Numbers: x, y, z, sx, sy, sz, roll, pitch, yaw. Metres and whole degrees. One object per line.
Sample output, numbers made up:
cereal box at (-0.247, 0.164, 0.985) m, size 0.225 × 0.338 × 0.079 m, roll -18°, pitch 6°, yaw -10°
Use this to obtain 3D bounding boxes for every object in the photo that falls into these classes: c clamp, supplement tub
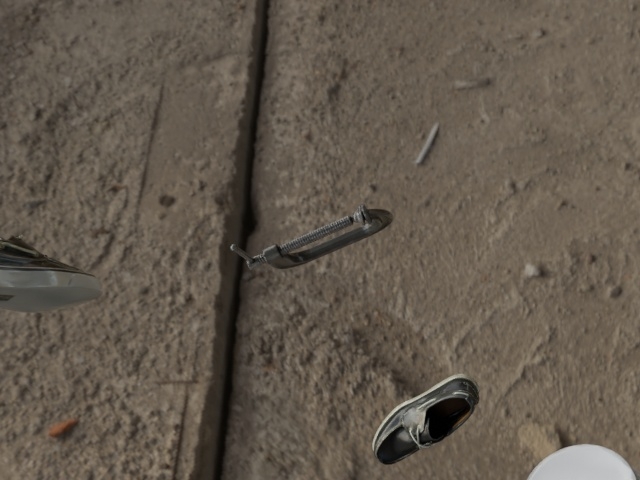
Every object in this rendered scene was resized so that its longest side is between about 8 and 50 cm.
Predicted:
c clamp at (0.000, 0.000, 0.778) m, size 0.160 × 0.137 × 0.022 m, roll -22°, pitch 73°, yaw 2°
supplement tub at (0.522, 0.547, 1.355) m, size 0.241 × 0.331 × 0.241 m, roll -28°, pitch 28°, yaw 16°

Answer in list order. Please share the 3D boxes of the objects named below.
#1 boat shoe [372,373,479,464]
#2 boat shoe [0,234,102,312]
boat shoe at (0.178, 0.324, 1.326) m, size 0.233 × 0.084 × 0.079 m, roll -41°, pitch 11°, yaw 21°
boat shoe at (-0.310, 0.026, 0.755) m, size 0.077 × 0.219 × 0.070 m, roll -25°, pitch 69°, yaw 26°
